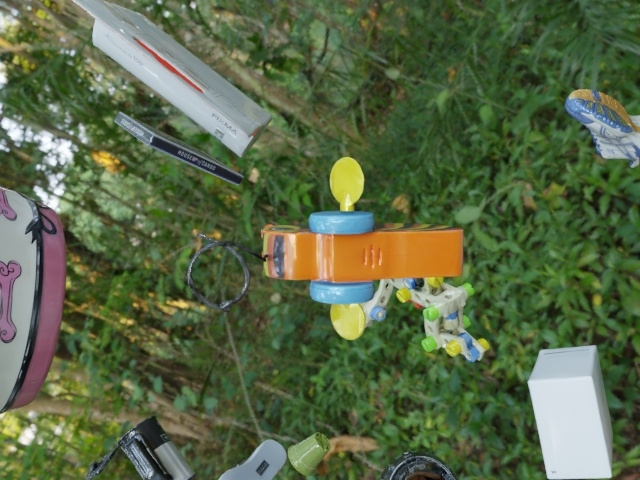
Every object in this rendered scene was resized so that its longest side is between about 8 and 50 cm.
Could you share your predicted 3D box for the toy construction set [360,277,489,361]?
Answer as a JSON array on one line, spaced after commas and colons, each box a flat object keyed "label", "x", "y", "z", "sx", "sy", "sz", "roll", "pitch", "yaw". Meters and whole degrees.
[{"label": "toy construction set", "x": 0.206, "y": 0.135, "z": 1.501, "sx": 0.328, "sy": 0.215, "sz": 0.151, "roll": 11, "pitch": 39, "yaw": 43}]

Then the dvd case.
[{"label": "dvd case", "x": -0.301, "y": -0.195, "z": 1.470, "sx": 0.179, "sy": 0.239, "sz": 0.029, "roll": 33, "pitch": 96, "yaw": 45}]

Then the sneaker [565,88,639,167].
[{"label": "sneaker", "x": 0.687, "y": -0.252, "z": 1.637, "sx": 0.131, "sy": 0.296, "sz": 0.112, "roll": -50, "pitch": 25, "yaw": 48}]

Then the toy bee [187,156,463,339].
[{"label": "toy bee", "x": 0.000, "y": 0.000, "z": 0.772, "sx": 0.162, "sy": 0.298, "sz": 0.195, "roll": 21, "pitch": 91, "yaw": 67}]

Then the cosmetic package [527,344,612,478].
[{"label": "cosmetic package", "x": 0.566, "y": 0.378, "z": 1.541, "sx": 0.225, "sy": 0.138, "sz": 0.224, "roll": -22, "pitch": -80, "yaw": -63}]

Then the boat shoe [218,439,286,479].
[{"label": "boat shoe", "x": -0.141, "y": 0.443, "z": 1.257, "sx": 0.076, "sy": 0.080, "sz": 0.228, "roll": -49, "pitch": -6, "yaw": 24}]

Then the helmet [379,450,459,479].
[{"label": "helmet", "x": 0.180, "y": 0.465, "z": 1.230, "sx": 0.161, "sy": 0.169, "sz": 0.169, "roll": 81, "pitch": -153, "yaw": -63}]

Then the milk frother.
[{"label": "milk frother", "x": -0.325, "y": 0.415, "z": 1.235, "sx": 0.143, "sy": 0.134, "sz": 0.129, "roll": -43, "pitch": -14, "yaw": 13}]

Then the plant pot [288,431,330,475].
[{"label": "plant pot", "x": -0.020, "y": 0.493, "z": 1.613, "sx": 0.079, "sy": 0.083, "sz": 0.083, "roll": -46, "pitch": 15, "yaw": 20}]

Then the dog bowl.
[{"label": "dog bowl", "x": -0.539, "y": 0.099, "z": 1.119, "sx": 0.408, "sy": 0.150, "sz": 0.408, "roll": -15, "pitch": 71, "yaw": 51}]

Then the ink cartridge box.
[{"label": "ink cartridge box", "x": -0.234, "y": -0.249, "z": 1.108, "sx": 0.091, "sy": 0.308, "sz": 0.385, "roll": -50, "pitch": 9, "yaw": 12}]
